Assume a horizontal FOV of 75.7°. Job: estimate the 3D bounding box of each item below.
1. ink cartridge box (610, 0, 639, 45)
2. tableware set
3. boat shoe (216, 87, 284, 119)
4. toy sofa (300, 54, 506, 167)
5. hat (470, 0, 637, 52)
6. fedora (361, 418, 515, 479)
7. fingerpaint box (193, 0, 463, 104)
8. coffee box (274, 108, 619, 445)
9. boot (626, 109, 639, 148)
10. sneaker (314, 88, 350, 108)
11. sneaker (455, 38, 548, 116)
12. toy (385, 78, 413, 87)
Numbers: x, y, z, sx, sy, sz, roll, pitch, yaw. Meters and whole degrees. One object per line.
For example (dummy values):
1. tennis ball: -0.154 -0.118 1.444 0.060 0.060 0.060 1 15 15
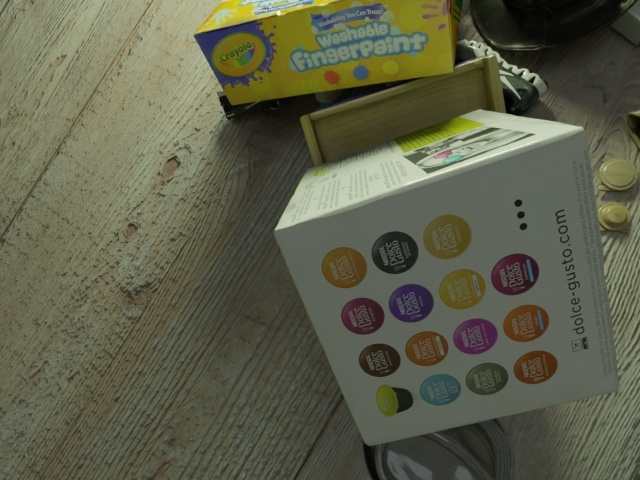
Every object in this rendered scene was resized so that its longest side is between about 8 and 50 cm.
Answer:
1. ink cartridge box: 0.590 -0.586 0.850 0.176 0.069 0.371 -39 75 4
2. tableware set: 0.524 -0.086 0.791 0.141 0.020 0.169 8 80 13
3. boat shoe: -0.125 -0.347 0.983 0.233 0.084 0.079 -12 115 4
4. toy sofa: 0.152 -0.226 0.800 0.362 0.177 0.150 -15 109 11
5. hat: 0.426 -0.525 0.774 0.331 0.134 0.331 -3 85 42
6. fedora: 0.204 0.388 0.720 0.275 0.124 0.244 22 86 17
7. fingerpaint box: 0.040 -0.460 0.804 0.444 0.163 0.371 0 52 24
8. coffee box: 0.164 0.028 0.625 0.334 0.338 0.338 -18 109 11
9. boot: 0.661 -0.264 0.764 0.165 0.077 0.213 -13 79 13
10. sneaker: 0.045 -0.400 0.938 0.087 0.092 0.229 21 65 19
11. sneaker: 0.337 -0.331 0.854 0.234 0.078 0.106 37 87 15
12. toy: 0.188 -0.416 0.901 0.137 0.056 0.237 -14 72 33
